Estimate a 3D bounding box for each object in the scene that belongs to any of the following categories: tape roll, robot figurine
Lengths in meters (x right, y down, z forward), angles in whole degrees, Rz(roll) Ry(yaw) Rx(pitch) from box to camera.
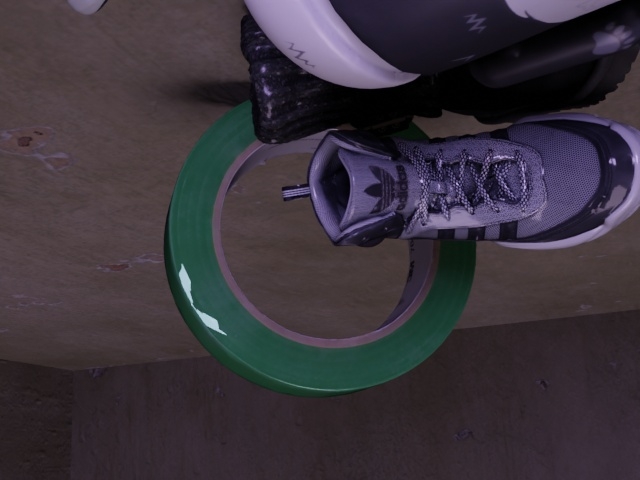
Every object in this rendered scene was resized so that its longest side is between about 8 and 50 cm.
[{"bbox_3d":[0.000,0.000,0.909,0.322,0.321,0.077,1,165,-14],"label":"tape roll"},{"bbox_3d":[0.079,-0.187,0.454,0.278,0.209,0.174,-17,-179,38],"label":"robot figurine"}]

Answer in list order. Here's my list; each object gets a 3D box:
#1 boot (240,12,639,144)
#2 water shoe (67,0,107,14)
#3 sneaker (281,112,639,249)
[{"bbox_3d":[0.070,-0.153,0.673,0.260,0.131,0.348,-1,172,-8],"label":"boot"},{"bbox_3d":[-0.150,-0.227,0.577,0.080,0.072,0.203,32,153,-17],"label":"water shoe"},{"bbox_3d":[0.094,-0.038,0.644,0.269,0.101,0.153,-3,-178,45],"label":"sneaker"}]
